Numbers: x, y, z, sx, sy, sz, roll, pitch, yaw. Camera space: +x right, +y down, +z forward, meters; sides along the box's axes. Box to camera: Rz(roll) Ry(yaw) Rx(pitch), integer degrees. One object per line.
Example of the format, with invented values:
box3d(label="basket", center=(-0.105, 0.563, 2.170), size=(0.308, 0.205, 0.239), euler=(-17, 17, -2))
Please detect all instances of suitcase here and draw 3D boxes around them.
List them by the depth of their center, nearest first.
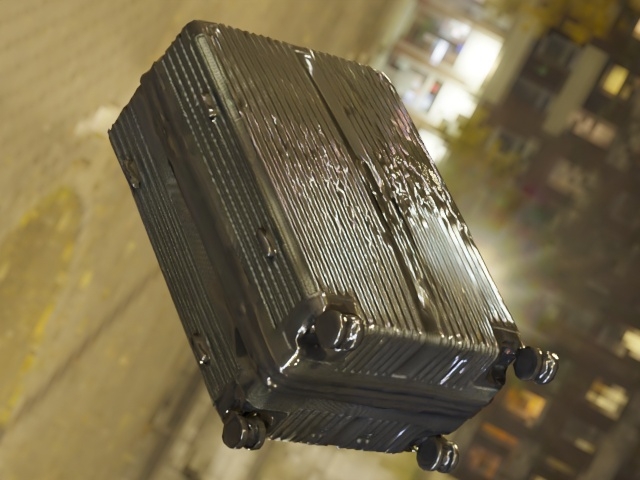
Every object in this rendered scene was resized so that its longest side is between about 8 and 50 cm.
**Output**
box3d(label="suitcase", center=(0.000, 0.000, 1.458), size=(0.152, 0.229, 0.335), euler=(-48, -131, 30))
